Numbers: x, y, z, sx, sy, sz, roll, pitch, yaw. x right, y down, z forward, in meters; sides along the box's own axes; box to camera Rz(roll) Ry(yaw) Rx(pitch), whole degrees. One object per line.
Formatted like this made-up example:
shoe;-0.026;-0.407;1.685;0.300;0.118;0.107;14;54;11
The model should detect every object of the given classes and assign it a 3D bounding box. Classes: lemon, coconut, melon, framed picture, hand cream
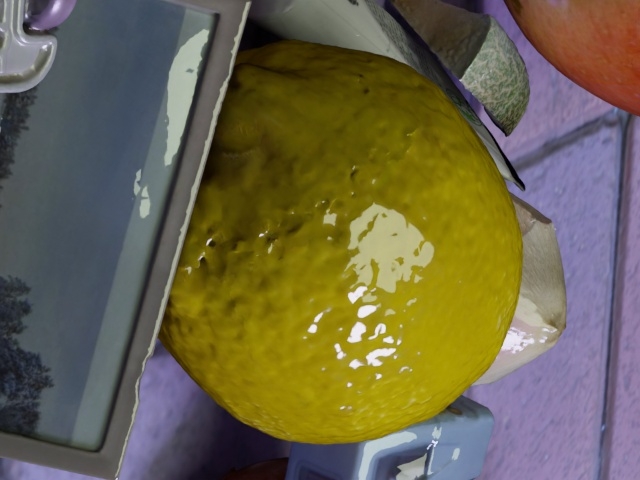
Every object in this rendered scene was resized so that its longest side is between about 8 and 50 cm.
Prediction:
lemon;0.000;0.000;1.131;0.245;0.245;0.320;-56;143;-17
coconut;0.105;0.027;1.328;0.171;0.182;0.171;-32;131;-45
melon;0.122;-0.124;1.353;0.054;0.098;0.182;-52;142;-2
framed picture;-0.177;-0.024;0.978;0.213;0.016;0.289;14;97;-16
hand cream;0.039;-0.135;1.240;0.076;0.121;0.336;-39;143;15

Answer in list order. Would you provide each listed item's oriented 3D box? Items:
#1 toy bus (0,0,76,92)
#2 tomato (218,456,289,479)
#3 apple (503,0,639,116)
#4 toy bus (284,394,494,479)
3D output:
toy bus;-0.201;-0.172;0.835;0.142;0.142;0.203;-7;108;-49
tomato;-0.046;0.268;1.325;0.236;0.095;0.237;-20;118;-45
apple;0.299;-0.260;1.307;0.364;0.364;0.364;-26;126;-43
toy bus;0.026;0.265;1.259;0.136;0.109;0.330;7;96;-40
